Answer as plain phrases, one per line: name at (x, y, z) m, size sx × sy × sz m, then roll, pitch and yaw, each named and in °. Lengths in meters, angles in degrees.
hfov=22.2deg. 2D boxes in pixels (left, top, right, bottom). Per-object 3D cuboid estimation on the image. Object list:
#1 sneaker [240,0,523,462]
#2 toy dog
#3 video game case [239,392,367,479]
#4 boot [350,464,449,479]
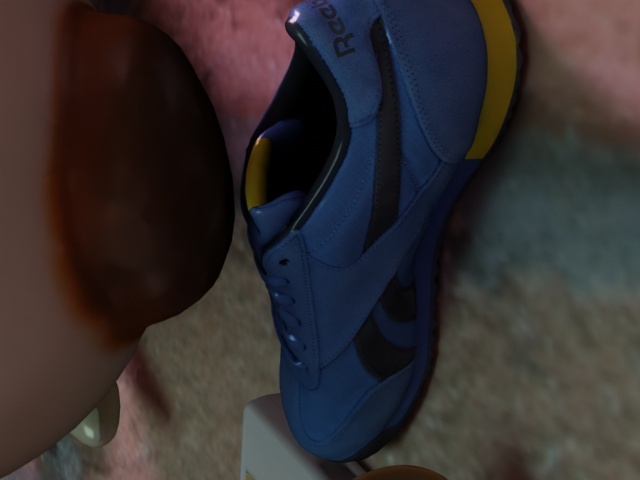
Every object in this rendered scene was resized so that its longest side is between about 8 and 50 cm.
sneaker at (0.000, 0.000, 0.548) m, size 0.069 × 0.082 × 0.209 m, roll 54°, pitch 144°, yaw 37°
toy dog at (-0.192, -0.036, 0.631) m, size 0.408 × 0.285 × 0.395 m, roll -138°, pitch 28°, yaw -69°
video game case at (0.018, 0.206, 0.640) m, size 0.206 × 0.026 × 0.227 m, roll 40°, pitch 133°, yaw 51°
boot at (-0.010, 0.161, 0.571) m, size 0.197 × 0.073 × 0.152 m, roll -59°, pitch -5°, yaw -1°
